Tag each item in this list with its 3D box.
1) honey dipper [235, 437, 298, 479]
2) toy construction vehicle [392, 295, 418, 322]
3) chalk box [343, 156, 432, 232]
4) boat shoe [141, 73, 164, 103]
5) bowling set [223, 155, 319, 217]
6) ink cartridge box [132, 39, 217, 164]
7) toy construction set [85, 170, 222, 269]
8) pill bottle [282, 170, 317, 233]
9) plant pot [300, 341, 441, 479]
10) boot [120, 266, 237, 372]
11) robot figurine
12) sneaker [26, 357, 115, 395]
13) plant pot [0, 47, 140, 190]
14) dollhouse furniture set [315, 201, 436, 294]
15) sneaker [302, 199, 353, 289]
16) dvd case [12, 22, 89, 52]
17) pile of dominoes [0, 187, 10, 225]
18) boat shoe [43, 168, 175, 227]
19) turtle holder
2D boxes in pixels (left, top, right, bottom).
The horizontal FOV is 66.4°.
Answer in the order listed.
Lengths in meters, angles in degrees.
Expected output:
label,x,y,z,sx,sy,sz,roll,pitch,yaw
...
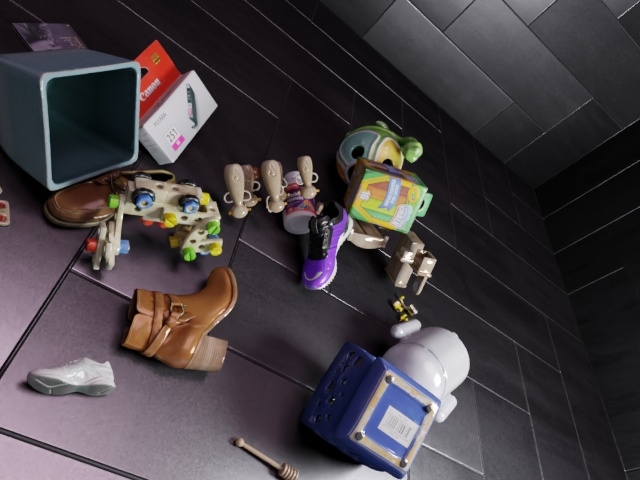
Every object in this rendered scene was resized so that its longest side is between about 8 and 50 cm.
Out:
label,x,y,z,sx,sy,sz,roll,pitch,yaw
honey dipper,-0.118,0.477,1.071,0.161,0.030,0.030,39,38,-12
toy construction vehicle,0.291,0.248,1.695,0.086,0.035,0.098,-30,80,-42
chalk box,0.247,-0.152,1.699,0.289,0.180,0.179,15,22,-9
boat shoe,-0.554,-0.430,1.327,0.303,0.114,0.091,14,69,-53
bowling set,-0.162,-0.159,1.486,0.287,0.200,0.154,-9,95,-17
ink cartridge box,-0.429,-0.387,1.349,0.238,0.060,0.275,57,43,-37
toy construction set,-0.369,-0.039,1.127,0.328,0.215,0.151,-7,51,-44
pill bottle,-0.073,-0.126,1.573,0.108,0.108,0.193,19,46,-35
plant pot,0.129,0.406,1.161,0.236,0.212,0.236,38,72,-14
boot,-0.315,0.150,1.107,0.220,0.109,0.283,23,51,-26
robot figurine,0.307,0.377,1.453,0.354,0.200,0.299,-13,71,-50
sneaker,-0.459,0.249,0.904,0.152,0.054,0.061,21,36,-42
plant pot,-0.585,-0.298,1.081,0.252,0.247,0.248,25,33,17
dollhouse furniture set,0.151,0.038,1.644,0.356,0.173,0.303,12,23,-19
sneaker,-0.001,0.000,1.462,0.146,0.102,0.293,60,43,-46
dvd case,-0.694,-0.503,1.333,0.221,0.018,0.164,52,36,2
pile of dominoes,-0.728,-0.086,0.917,0.196,0.040,0.251,53,37,4
boat shoe,-0.482,-0.118,1.144,0.110,0.104,0.307,55,37,6
turtle holder,0.214,-0.297,1.861,0.321,0.243,0.227,12,37,10
